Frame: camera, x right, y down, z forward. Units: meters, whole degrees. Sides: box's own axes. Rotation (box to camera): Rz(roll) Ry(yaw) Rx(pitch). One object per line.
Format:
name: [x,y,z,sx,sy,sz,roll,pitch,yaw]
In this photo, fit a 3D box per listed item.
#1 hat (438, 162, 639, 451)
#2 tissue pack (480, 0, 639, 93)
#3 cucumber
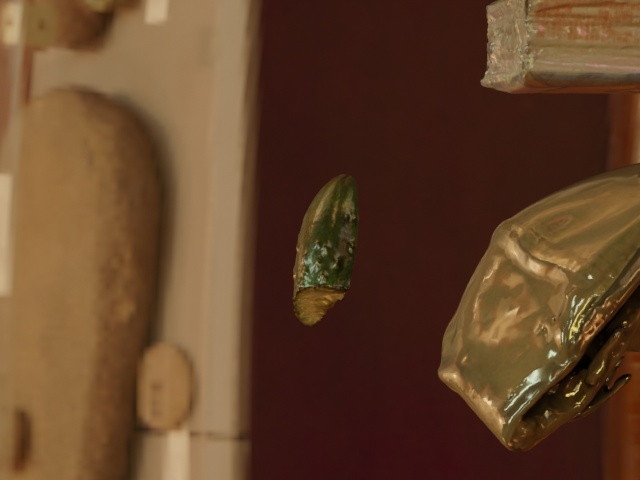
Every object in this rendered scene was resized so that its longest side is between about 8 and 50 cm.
hat: [0.121,-0.016,0.577,0.085,0.147,0.175,62,140,40]
tissue pack: [0.184,-0.121,1.216,0.115,0.155,0.065,-158,67,-82]
cucumber: [0.000,0.000,1.449,0.067,0.035,0.107,131,150,-55]
